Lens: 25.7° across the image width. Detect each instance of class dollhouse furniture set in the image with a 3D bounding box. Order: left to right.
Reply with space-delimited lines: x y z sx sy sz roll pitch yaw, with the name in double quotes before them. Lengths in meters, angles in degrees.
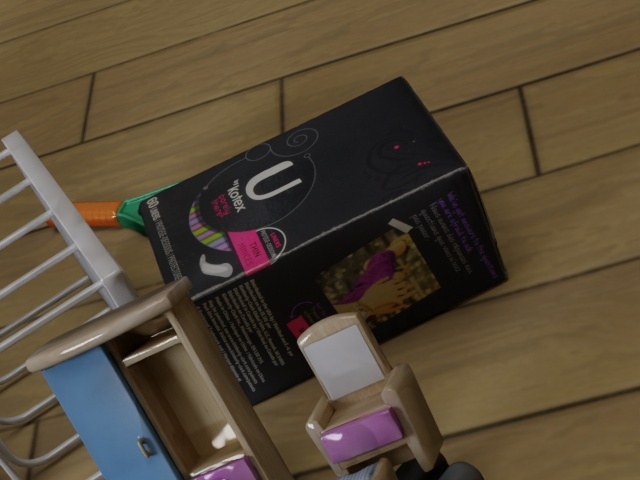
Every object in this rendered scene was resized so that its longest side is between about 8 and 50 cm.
"dollhouse furniture set" -0.108 0.166 0.938 0.286 0.198 0.303 -25 11 21

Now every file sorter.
"file sorter" -0.256 0.072 1.249 0.173 0.193 0.278 -34 40 -10

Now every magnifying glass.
"magnifying glass" -0.186 -0.030 1.459 0.231 0.026 0.092 -2 44 27

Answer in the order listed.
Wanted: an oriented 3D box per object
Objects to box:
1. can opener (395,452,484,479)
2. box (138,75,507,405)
"can opener" 0.013 0.251 0.996 0.074 0.093 0.280 21 53 43
"box" 0.000 0.000 1.233 0.270 0.143 0.165 -26 40 -2
